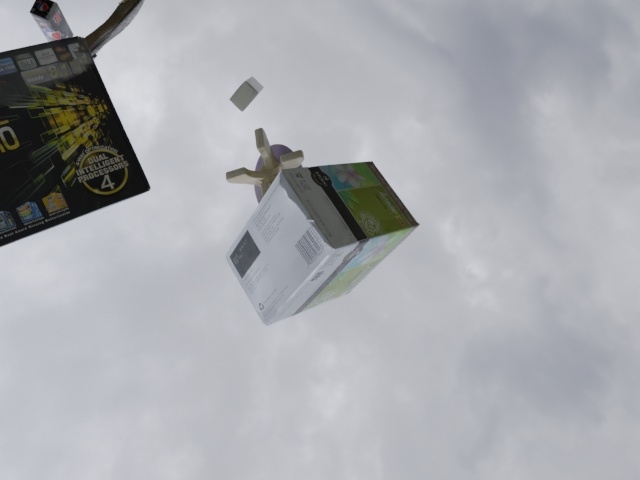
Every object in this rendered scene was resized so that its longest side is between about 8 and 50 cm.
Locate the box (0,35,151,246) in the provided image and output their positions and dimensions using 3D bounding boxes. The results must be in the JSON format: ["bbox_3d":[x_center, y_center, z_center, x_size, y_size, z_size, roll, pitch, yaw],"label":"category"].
[{"bbox_3d":[-0.568,-0.166,0.891,0.394,0.097,0.319,-26,-78,-27],"label":"box"}]

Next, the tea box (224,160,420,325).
[{"bbox_3d":[0.000,0.000,1.181,0.323,0.329,0.220,-16,-115,-45],"label":"tea box"}]

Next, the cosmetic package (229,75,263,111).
[{"bbox_3d":[-0.171,-0.343,1.123,0.041,0.060,0.115,41,-164,-16],"label":"cosmetic package"}]

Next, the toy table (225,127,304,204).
[{"bbox_3d":[-0.147,-0.201,1.503,0.252,0.161,0.275,-25,-111,10],"label":"toy table"}]

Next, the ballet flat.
[{"bbox_3d":[-0.521,-0.507,1.155,0.249,0.084,0.058,-40,-71,10],"label":"ballet flat"}]

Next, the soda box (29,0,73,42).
[{"bbox_3d":[-0.756,-0.612,1.364,0.053,0.169,0.060,21,-100,-10],"label":"soda box"}]
